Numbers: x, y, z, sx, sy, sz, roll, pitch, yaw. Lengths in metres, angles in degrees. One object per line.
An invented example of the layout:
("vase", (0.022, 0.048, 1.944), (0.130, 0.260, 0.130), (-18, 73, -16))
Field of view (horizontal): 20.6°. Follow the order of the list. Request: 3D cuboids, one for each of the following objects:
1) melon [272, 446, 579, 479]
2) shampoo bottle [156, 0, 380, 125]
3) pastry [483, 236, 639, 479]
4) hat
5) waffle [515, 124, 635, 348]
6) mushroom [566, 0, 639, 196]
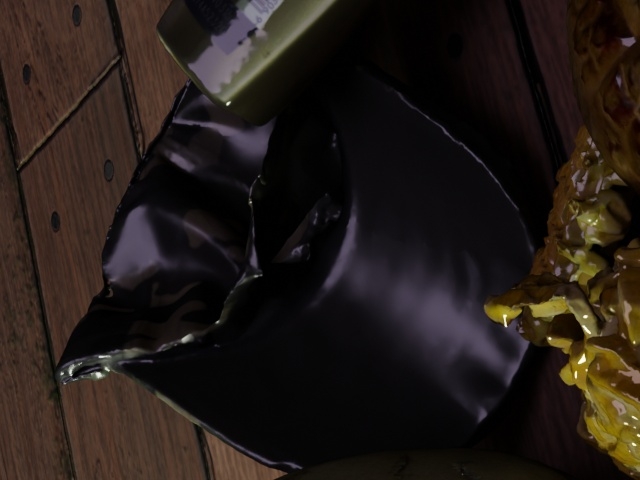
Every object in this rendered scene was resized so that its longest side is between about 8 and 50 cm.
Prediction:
("melon", (0.055, 0.257, 1.060), (0.268, 0.330, 0.268), (-11, -90, -81))
("shampoo bottle", (0.033, -0.238, 1.152), (0.350, 0.084, 0.125), (-50, 53, 16))
("pastry", (0.181, 0.065, 0.924), (0.102, 0.250, 0.154), (-46, 63, -5))
("hat", (0.000, 0.000, 1.294), (0.382, 0.257, 0.366), (32, 101, 13))
("waffle", (0.161, -0.026, 1.042), (0.191, 0.038, 0.191), (19, -90, -88))
("mushroom", (0.233, -0.119, 0.877), (0.253, 0.153, 0.253), (-11, 72, 38))
